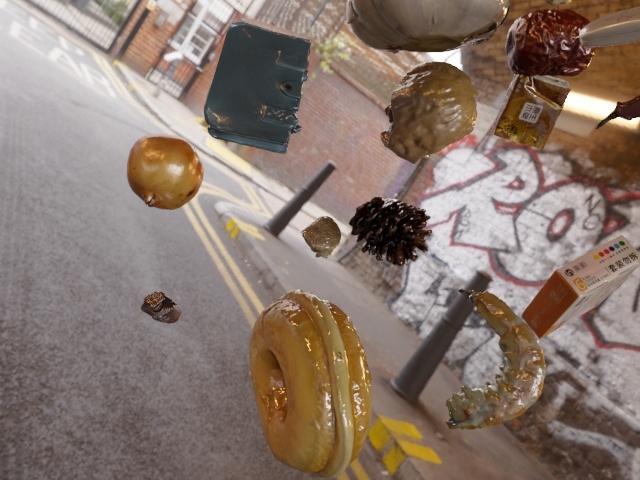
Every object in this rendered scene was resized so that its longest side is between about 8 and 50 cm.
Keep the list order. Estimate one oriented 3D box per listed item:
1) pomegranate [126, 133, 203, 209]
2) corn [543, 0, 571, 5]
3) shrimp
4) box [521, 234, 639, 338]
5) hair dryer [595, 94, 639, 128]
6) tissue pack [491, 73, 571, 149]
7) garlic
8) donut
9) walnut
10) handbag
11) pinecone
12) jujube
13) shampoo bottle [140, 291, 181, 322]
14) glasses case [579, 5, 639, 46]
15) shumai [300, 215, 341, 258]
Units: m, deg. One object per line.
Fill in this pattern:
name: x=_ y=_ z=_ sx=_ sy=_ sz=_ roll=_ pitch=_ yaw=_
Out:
pomegranate: x=-0.413 y=-0.187 z=1.437 sx=0.209 sy=0.209 sz=0.209 roll=35 pitch=7 yaw=-5
corn: x=0.429 y=-0.539 z=0.978 sx=0.081 sy=0.249 sz=0.081 roll=6 pitch=-14 yaw=1
shrimp: x=0.355 y=0.249 z=1.088 sx=0.185 sy=0.287 sz=0.068 roll=6 pitch=2 yaw=11
box: x=0.658 y=0.124 z=1.383 sx=0.091 sy=0.220 sz=0.274 roll=58 pitch=-14 yaw=27
hair dryer: x=0.798 y=-0.284 z=1.190 sx=0.123 sy=0.340 sz=0.313 roll=-15 pitch=82 yaw=-62
tissue pack: x=0.703 y=-0.442 z=1.819 sx=0.183 sy=0.226 sz=0.092 roll=16 pitch=34 yaw=1
garlic: x=0.206 y=-0.484 z=1.072 sx=0.321 sy=0.241 sz=0.322 roll=2 pitch=-19 yaw=1
donut: x=-0.031 y=0.338 z=1.302 sx=0.198 sy=0.449 sz=0.449 roll=-4 pitch=28 yaw=-27
walnut: x=0.239 y=-0.290 z=1.230 sx=0.204 sy=0.238 sz=0.141 roll=29 pitch=19 yaw=34
handbag: x=-0.108 y=-0.282 z=1.002 sx=0.179 sy=0.229 sz=0.062 roll=13 pitch=-17 yaw=0
pinecone: x=0.270 y=-0.032 z=2.029 sx=0.295 sy=0.242 sz=0.298 roll=24 pitch=1 yaw=30
jujube: x=0.677 y=-0.582 z=1.604 sx=0.232 sy=0.213 sz=0.213 roll=-1 pitch=8 yaw=2
shampoo bottle: x=-0.392 y=0.166 z=1.343 sx=0.067 sy=0.068 sz=0.236 roll=40 pitch=-12 yaw=6
glasses case: x=0.695 y=-0.477 z=1.195 sx=0.233 sy=0.092 sz=0.059 roll=9 pitch=-46 yaw=49
shumai: x=0.002 y=0.003 z=1.802 sx=0.145 sy=0.145 sz=0.116 roll=38 pitch=-31 yaw=23
